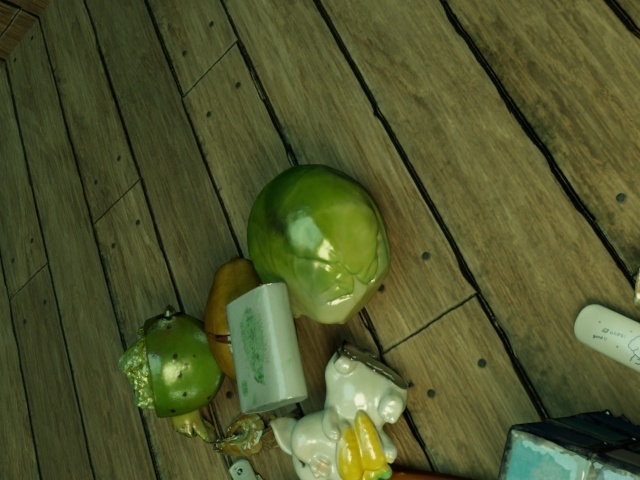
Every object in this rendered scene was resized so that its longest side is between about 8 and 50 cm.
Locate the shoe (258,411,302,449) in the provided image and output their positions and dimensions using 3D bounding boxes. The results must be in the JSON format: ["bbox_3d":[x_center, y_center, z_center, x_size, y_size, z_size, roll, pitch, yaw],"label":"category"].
[{"bbox_3d":[-0.090,0.422,1.545,0.072,0.069,0.109,37,120,0],"label":"shoe"}]

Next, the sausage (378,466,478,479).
[{"bbox_3d":[0.237,0.479,1.266,0.348,0.094,0.097,-4,89,36],"label":"sausage"}]

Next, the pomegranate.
[{"bbox_3d":[-0.337,0.329,1.664,0.260,0.260,0.341,-7,107,37],"label":"pomegranate"}]

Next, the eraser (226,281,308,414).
[{"bbox_3d":[-0.109,0.216,1.371,0.174,0.081,0.227,-31,63,46],"label":"eraser"}]

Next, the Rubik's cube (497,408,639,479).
[{"bbox_3d":[0.437,0.459,0.946,0.362,0.358,0.363,17,90,37],"label":"Rubik's cube"}]

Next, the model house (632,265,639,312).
[{"bbox_3d":[0.584,0.087,1.040,0.172,0.182,0.167,139,129,-71],"label":"model house"}]

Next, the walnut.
[{"bbox_3d":[-0.170,0.171,1.584,0.209,0.209,0.336,-36,56,26],"label":"walnut"}]

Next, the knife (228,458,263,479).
[{"bbox_3d":[-0.121,0.603,1.550,0.073,0.040,0.265,-47,55,6],"label":"knife"}]

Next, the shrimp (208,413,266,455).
[{"bbox_3d":[-0.198,0.464,1.637,0.180,0.041,0.099,-22,66,33],"label":"shrimp"}]

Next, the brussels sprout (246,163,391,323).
[{"bbox_3d":[0.000,0.000,1.460,0.344,0.268,0.344,23,124,38],"label":"brussels sprout"}]

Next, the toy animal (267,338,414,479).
[{"bbox_3d":[0.035,0.365,1.366,0.310,0.182,0.247,-61,19,9],"label":"toy animal"}]

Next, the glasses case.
[{"bbox_3d":[0.517,0.171,1.143,0.197,0.049,0.076,30,98,38],"label":"glasses case"}]
